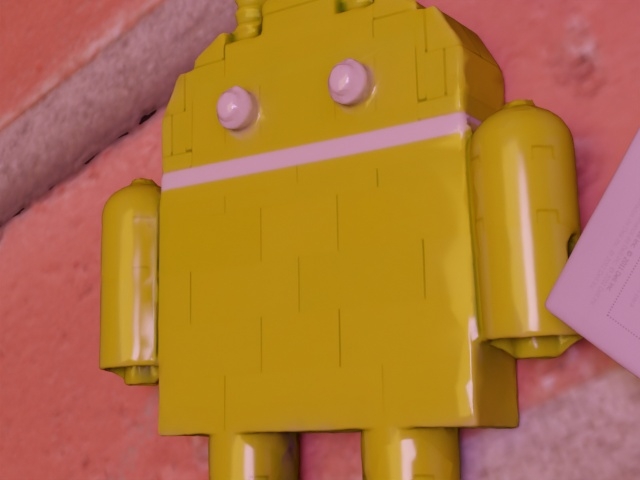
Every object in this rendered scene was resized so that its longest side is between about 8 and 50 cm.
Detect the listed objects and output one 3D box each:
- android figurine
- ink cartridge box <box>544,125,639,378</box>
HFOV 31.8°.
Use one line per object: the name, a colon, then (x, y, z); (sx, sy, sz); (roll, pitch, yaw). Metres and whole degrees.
android figurine: (0.000, 0.000, 0.503); (0.248, 0.056, 0.273); (-6, 80, 34)
ink cartridge box: (0.183, 0.032, 0.343); (0.209, 0.062, 0.109); (40, 117, 34)
